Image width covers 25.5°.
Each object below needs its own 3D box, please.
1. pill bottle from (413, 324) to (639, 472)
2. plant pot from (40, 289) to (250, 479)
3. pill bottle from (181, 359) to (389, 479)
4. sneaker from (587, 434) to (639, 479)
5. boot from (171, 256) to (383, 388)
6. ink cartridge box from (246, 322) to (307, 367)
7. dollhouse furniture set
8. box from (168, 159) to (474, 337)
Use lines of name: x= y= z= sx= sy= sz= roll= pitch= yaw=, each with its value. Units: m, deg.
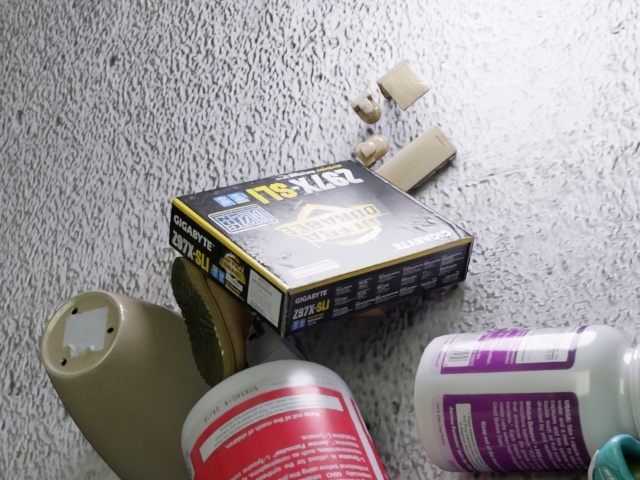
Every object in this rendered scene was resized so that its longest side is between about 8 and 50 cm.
pill bottle: x=0.276 y=0.185 z=1.655 sx=0.301 sy=0.169 sz=0.169 roll=-5 pitch=57 yaw=29
plant pot: x=-0.244 y=0.184 z=1.901 sx=0.256 sy=0.274 sz=0.256 roll=-16 pitch=52 yaw=22
pill bottle: x=-0.009 y=0.359 z=1.670 sx=0.229 sy=0.229 sz=0.408 roll=-32 pitch=48 yaw=9
sneaker: x=0.418 y=0.281 z=1.494 sx=0.275 sy=0.110 sz=0.107 roll=16 pitch=50 yaw=14
boot: x=-0.040 y=0.089 z=1.859 sx=0.269 sy=0.089 sz=0.236 roll=-2 pitch=43 yaw=-22
ink cartridge box: x=-0.074 y=0.134 z=1.947 sx=0.056 sy=0.099 sz=0.135 roll=-35 pitch=49 yaw=7
dollhouse furniture set: x=0.121 y=-0.155 z=2.072 sx=0.144 sy=0.123 sz=0.151 roll=-39 pitch=83 yaw=3
box: x=0.000 y=0.000 z=1.873 sx=0.322 sy=0.079 sz=0.257 roll=-14 pitch=34 yaw=-37
